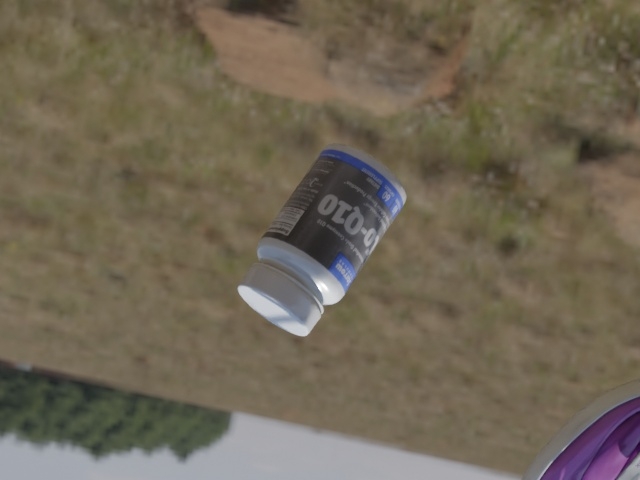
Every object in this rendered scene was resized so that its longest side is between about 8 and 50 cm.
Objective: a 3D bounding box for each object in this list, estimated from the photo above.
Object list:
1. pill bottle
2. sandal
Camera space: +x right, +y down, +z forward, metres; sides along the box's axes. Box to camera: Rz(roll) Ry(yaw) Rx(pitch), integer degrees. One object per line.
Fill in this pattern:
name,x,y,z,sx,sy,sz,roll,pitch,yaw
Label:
pill bottle,0.000,0.000,1.243,0.078,0.137,0.078,30,162,11
sandal,0.402,0.239,1.898,0.416,0.169,0.102,-24,-143,-28
